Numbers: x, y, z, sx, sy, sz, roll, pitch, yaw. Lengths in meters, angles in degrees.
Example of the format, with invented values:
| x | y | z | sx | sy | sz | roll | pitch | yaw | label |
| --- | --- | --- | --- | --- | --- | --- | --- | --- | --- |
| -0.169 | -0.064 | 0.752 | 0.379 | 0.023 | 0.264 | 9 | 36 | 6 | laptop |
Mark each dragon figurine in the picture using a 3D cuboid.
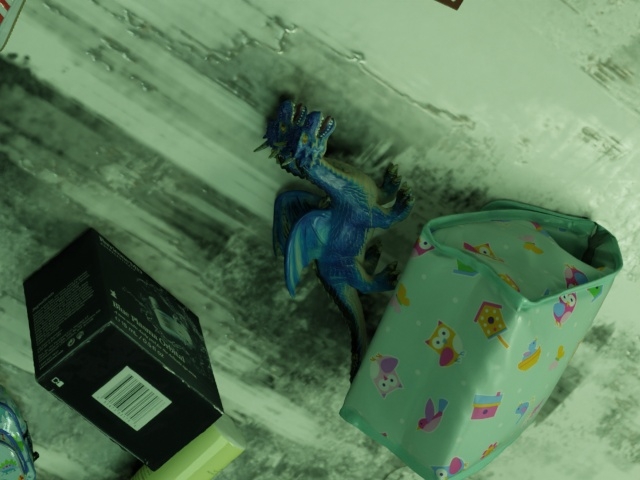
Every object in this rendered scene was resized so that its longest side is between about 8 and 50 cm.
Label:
| x | y | z | sx | sy | sz | roll | pitch | yaw | label |
| --- | --- | --- | --- | --- | --- | --- | --- | --- | --- |
| 0.000 | 0.000 | 1.740 | 0.144 | 0.085 | 0.289 | 2 | 120 | -16 | dragon figurine |

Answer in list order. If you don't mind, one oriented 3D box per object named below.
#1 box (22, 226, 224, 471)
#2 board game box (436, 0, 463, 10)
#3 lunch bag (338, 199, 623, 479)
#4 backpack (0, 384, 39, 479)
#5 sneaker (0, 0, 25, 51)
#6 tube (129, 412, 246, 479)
| x | y | z | sx | sy | sz | roll | pitch | yaw | label |
| --- | --- | --- | --- | --- | --- | --- | --- | --- | --- |
| -0.181 | 0.098 | 1.709 | 0.093 | 0.158 | 0.156 | -39 | 123 | 12 | box |
| 0.034 | -0.309 | 1.591 | 0.281 | 0.027 | 0.145 | 19 | 116 | -25 | board game box |
| 0.167 | 0.088 | 1.790 | 0.262 | 0.160 | 0.223 | -15 | 134 | -54 | lunch bag |
| -0.327 | 0.195 | 1.776 | 0.105 | 0.084 | 0.114 | -17 | 121 | -7 | backpack |
| -0.278 | -0.215 | 1.557 | 0.067 | 0.042 | 0.118 | 13 | 119 | -26 | sneaker |
| -0.177 | 0.262 | 1.867 | 0.240 | 0.062 | 0.070 | -43 | 141 | 9 | tube |
